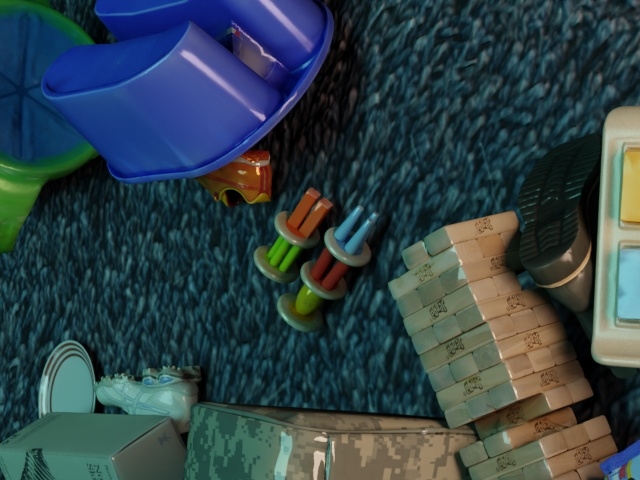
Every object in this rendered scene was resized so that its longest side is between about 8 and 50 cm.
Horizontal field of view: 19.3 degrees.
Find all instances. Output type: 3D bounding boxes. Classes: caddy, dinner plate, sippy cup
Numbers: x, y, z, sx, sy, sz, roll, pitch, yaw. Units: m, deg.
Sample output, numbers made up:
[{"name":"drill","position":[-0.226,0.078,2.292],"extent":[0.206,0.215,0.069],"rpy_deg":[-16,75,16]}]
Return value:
[{"name":"caddy","position":[-0.133,-0.179,1.982],"extent":[0.341,0.179,0.241],"rpy_deg":[-3,51,53]},{"name":"dinner plate","position":[-0.307,0.193,2.307],"extent":[0.141,0.017,0.141],"rpy_deg":[-10,77,51]},{"name":"sippy cup","position":[-0.399,-0.149,2.330],"extent":[0.305,0.240,0.224],"rpy_deg":[-52,9,-32]}]

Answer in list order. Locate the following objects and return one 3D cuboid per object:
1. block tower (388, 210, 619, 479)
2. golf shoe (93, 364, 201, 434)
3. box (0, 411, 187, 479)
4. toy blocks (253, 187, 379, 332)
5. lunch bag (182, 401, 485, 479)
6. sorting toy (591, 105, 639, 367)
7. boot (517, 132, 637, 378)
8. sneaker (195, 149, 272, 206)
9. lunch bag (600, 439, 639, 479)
[{"name":"block tower","position":[0.170,0.149,1.547],"extent":[0.091,0.097,0.335],"rpy_deg":[-32,76,46]},{"name":"golf shoe","position":[-0.200,0.189,2.129],"extent":[0.176,0.069,0.086],"rpy_deg":[-12,81,53]},{"name":"box","position":[-0.254,0.264,2.135],"extent":[0.275,0.094,0.113],"rpy_deg":[-7,110,54]},{"name":"toy blocks","position":[0.000,0.000,1.897],"extent":[0.148,0.054,0.123],"rpy_deg":[-55,46,33]},{"name":"lunch bag","position":[0.023,0.276,1.618],"extent":[0.212,0.305,0.256],"rpy_deg":[-2,82,53]},{"name":"sorting toy","position":[0.304,-0.002,1.441],"extent":[0.193,0.038,0.208],"rpy_deg":[3,85,25]},{"name":"boot","position":[0.228,0.012,1.583],"extent":[0.077,0.137,0.198],"rpy_deg":[-21,28,32]},{"name":"sneaker","position":[-0.115,-0.072,2.057],"extent":[0.175,0.064,0.067],"rpy_deg":[18,111,56]},{"name":"lunch bag","position":[0.323,0.224,1.364],"extent":[0.293,0.138,0.221],"rpy_deg":[-38,55,44]}]
